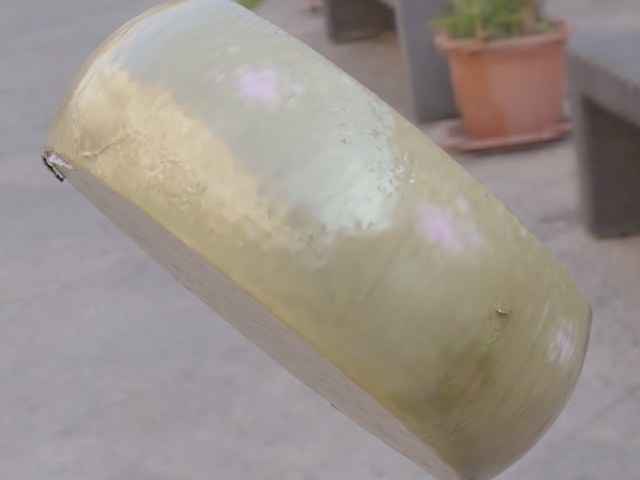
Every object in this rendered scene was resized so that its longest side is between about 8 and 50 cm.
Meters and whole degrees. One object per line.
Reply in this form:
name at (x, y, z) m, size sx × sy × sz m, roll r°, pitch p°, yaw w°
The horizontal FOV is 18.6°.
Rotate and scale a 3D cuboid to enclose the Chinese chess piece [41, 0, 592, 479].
Chinese chess piece at (0.000, 0.000, 0.832) m, size 0.097 × 0.251 × 0.251 m, roll -52°, pitch 25°, yaw -6°
